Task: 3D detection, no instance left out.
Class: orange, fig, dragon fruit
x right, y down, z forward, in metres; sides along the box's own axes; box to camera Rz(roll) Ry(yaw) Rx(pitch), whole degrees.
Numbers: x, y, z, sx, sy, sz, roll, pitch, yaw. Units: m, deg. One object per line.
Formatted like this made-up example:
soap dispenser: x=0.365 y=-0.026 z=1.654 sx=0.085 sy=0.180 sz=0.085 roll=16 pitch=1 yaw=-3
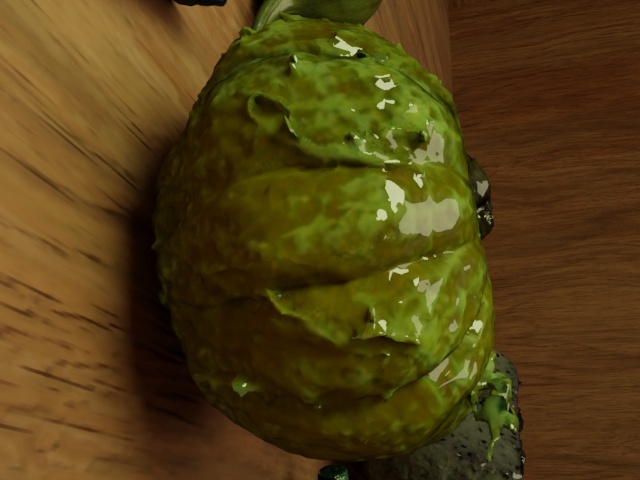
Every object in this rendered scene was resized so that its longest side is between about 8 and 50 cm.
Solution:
orange: x=0.000 y=0.000 z=0.502 sx=0.300 sy=0.223 sz=0.301 roll=-84 pitch=162 yaw=-71
fig: x=-0.026 y=-0.237 z=0.735 sx=0.245 sy=0.149 sz=0.149 roll=-56 pitch=143 yaw=-37
dragon fruit: x=0.135 y=0.259 z=0.975 sx=0.283 sy=0.204 sz=0.221 roll=-59 pitch=169 yaw=-63

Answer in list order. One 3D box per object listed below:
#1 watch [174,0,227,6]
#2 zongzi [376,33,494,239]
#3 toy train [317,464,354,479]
watch: x=-0.139 y=-0.243 z=0.385 sx=0.274 sy=0.068 sz=0.276 roll=-73 pitch=154 yaw=-65
zongzi: x=0.136 y=-0.158 z=1.077 sx=0.323 sy=0.160 sz=0.360 roll=-176 pitch=-102 yaw=-82
toy train: x=0.011 y=0.323 z=0.698 sx=0.132 sy=0.083 sz=0.200 roll=-27 pitch=110 yaw=-70
